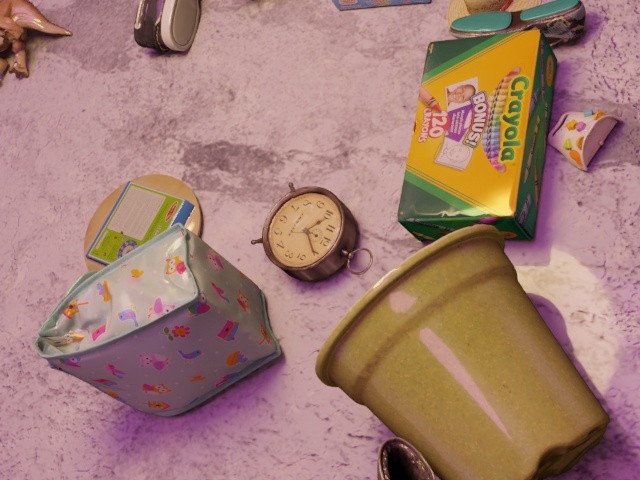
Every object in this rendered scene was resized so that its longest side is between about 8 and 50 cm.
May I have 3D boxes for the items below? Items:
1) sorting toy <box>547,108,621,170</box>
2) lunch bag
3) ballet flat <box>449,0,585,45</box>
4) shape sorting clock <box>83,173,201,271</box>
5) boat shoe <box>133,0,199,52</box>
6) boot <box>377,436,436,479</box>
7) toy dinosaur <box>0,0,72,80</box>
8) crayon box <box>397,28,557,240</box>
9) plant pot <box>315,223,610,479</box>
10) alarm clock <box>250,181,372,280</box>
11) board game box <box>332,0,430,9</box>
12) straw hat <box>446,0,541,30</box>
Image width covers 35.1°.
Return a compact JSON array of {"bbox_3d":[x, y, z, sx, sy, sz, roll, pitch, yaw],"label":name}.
[{"bbox_3d":[0.337,-0.143,1.332,0.083,0.045,0.075,-55,35,-5],"label":"sorting toy"},{"bbox_3d":[-0.225,0.127,1.387,0.262,0.223,0.160,-30,51,15],"label":"lunch bag"},{"bbox_3d":[0.275,-0.290,1.412,0.188,0.070,0.070,-5,65,25],"label":"ballet flat"},{"bbox_3d":[-0.280,-0.011,1.594,0.206,0.040,0.206,-12,59,21],"label":"shape sorting clock"},{"bbox_3d":[-0.250,-0.471,1.753,0.091,0.114,0.302,6,70,24],"label":"boat shoe"},{"bbox_3d":[0.108,0.342,1.114,0.076,0.208,0.189,-17,54,-23],"label":"boot"},{"bbox_3d":[-0.622,-0.407,1.924,0.296,0.127,0.200,-17,53,14],"label":"toy dinosaur"},{"bbox_3d":[0.214,-0.139,1.362,0.165,0.081,0.278,-1,67,31],"label":"crayon box"},{"bbox_3d":[0.178,0.166,1.152,0.276,0.276,0.254,-42,66,5],"label":"plant pot"},{"bbox_3d":[0.000,0.000,1.424,0.192,0.064,0.129,29,83,37],"label":"alarm clock"},{"bbox_3d":[0.114,-0.468,1.601,0.160,0.039,0.211,2,69,29],"label":"board game box"},{"bbox_3d":[0.241,-0.355,1.465,0.145,0.061,0.144,-12,61,23],"label":"straw hat"}]
